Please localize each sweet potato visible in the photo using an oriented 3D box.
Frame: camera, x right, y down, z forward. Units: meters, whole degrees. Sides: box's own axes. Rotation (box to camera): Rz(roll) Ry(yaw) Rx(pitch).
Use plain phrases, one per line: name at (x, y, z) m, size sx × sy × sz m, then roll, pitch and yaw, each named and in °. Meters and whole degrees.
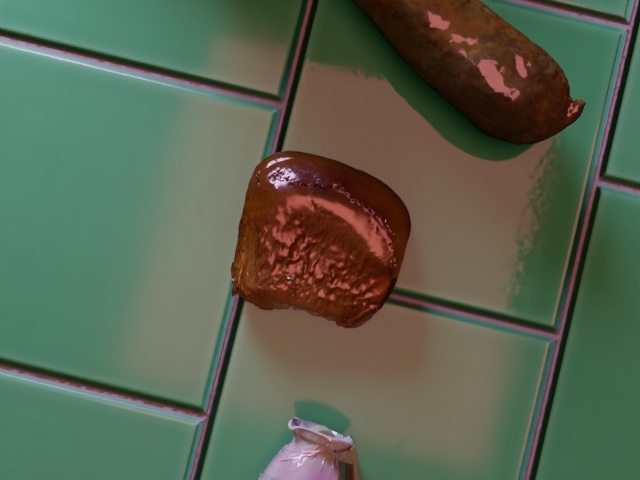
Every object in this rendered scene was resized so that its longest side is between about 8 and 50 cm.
sweet potato at (0.075, -0.170, 0.463) m, size 0.075 × 0.075 × 0.273 m, roll -44°, pitch 85°, yaw -1°

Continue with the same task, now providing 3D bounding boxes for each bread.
bread at (0.000, 0.000, 0.469) m, size 0.129 × 0.044 × 0.126 m, roll 17°, pitch 89°, yaw -3°

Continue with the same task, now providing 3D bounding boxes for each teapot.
teapot at (-0.001, 0.168, 0.460) m, size 0.083 × 0.064 × 0.064 m, roll 25°, pitch 80°, yaw -31°
